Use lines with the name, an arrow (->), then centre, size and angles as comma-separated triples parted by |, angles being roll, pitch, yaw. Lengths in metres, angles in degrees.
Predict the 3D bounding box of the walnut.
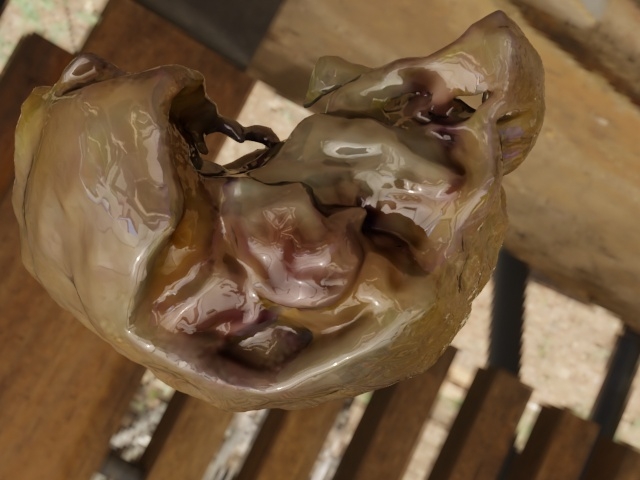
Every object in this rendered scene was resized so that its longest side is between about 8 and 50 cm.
walnut -> -0.006, 0.006, 0.575 | 0.238, 0.141, 0.204 | -11, 157, -19
